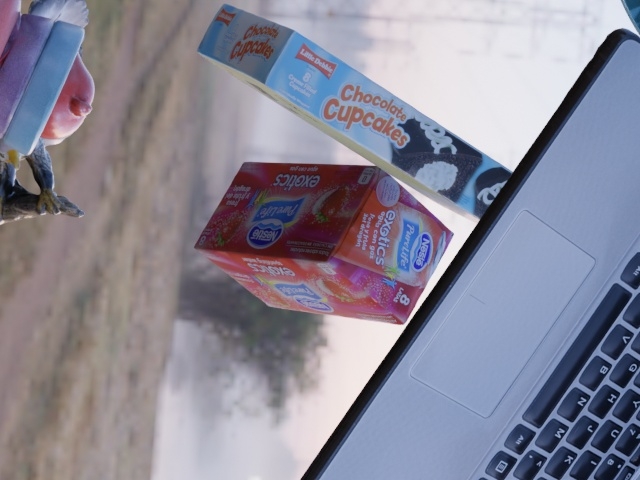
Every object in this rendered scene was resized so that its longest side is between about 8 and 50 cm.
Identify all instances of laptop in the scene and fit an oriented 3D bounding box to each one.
[{"bbox_3d":[0.246,0.158,1.027,0.382,0.408,0.236,-56,-140,3],"label":"laptop"}]

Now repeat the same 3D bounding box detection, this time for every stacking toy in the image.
[{"bbox_3d":[-0.253,-0.216,1.683,0.309,0.130,0.280,-135,-112,-78],"label":"stacking toy"}]

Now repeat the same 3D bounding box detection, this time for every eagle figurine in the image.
[{"bbox_3d":[-0.368,-0.153,1.989,0.226,0.225,0.298,-34,124,-36],"label":"eagle figurine"}]

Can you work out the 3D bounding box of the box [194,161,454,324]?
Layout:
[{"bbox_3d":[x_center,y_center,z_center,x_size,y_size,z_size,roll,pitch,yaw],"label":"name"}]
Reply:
[{"bbox_3d":[0.000,0.000,1.851,0.257,0.128,0.123,5,-119,53],"label":"box"}]

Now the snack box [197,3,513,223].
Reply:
[{"bbox_3d":[0.053,-0.105,1.607,0.060,0.322,0.187,-59,-153,1],"label":"snack box"}]

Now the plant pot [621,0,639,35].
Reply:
[{"bbox_3d":[0.465,-0.269,1.647,0.255,0.272,0.272,-42,173,-10],"label":"plant pot"}]
